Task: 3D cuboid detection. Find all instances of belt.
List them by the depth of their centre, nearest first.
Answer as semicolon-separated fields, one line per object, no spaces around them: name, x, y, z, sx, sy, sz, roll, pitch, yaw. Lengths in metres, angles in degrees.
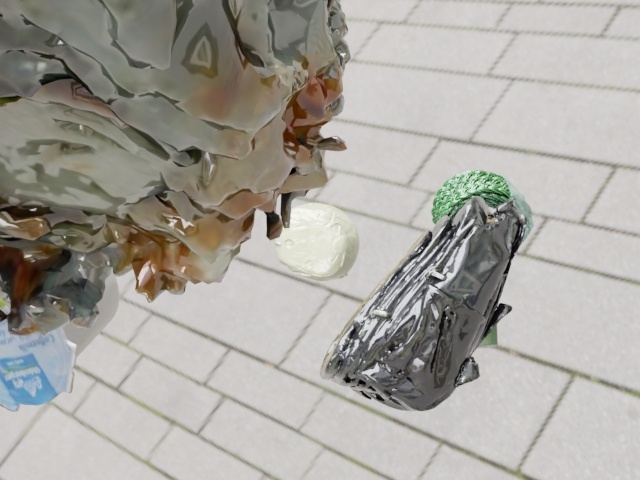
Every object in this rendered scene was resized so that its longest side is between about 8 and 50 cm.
belt;0.238;-0.031;1.475;0.121;0.151;0.079;-65;28;28

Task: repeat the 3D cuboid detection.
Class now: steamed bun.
steamed bun;0.000;0.000;1.548;0.130;0.091;0.113;14;100;20

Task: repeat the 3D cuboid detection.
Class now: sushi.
sushi;-0.180;-0.102;0.413;0.417;0.417;0.176;-7;52;32

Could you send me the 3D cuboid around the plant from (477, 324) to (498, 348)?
plant;0.267;0.126;1.687;0.051;0.051;0.102;-14;72;26

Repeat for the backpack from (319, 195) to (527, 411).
backpack;0.117;0.060;1.031;0.258;0.133;0.206;-56;2;-9

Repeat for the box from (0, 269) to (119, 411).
box;-0.461;0.089;1.620;0.262;0.291;0.206;-23;13;32
